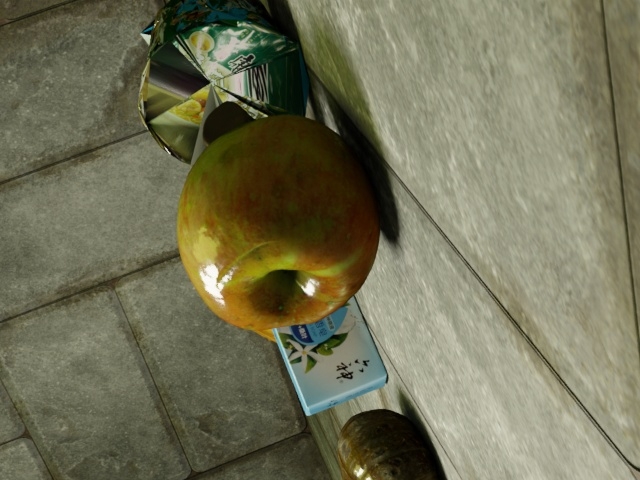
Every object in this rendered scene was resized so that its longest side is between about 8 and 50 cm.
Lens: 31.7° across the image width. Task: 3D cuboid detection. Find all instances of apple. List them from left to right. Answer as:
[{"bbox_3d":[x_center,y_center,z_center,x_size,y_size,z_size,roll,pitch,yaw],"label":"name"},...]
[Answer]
[{"bbox_3d":[-0.049,-0.026,1.351,0.246,0.246,0.226,78,-176,-51],"label":"apple"}]

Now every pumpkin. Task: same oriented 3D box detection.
[{"bbox_3d":[0.094,0.367,1.716,0.219,0.162,0.219,62,169,21],"label":"pumpkin"}]

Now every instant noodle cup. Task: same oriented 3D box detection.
[{"bbox_3d":[-0.141,-0.240,1.564,0.178,0.240,0.240,-104,-1,-52],"label":"instant noodle cup"}]

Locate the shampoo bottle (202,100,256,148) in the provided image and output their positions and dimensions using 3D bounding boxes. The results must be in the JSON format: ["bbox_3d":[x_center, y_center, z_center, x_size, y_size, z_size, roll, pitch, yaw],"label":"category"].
[{"bbox_3d":[-0.063,-0.056,1.564,0.084,0.125,0.350,37,169,37],"label":"shampoo bottle"}]

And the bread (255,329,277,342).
[{"bbox_3d":[-0.123,0.139,2.417,0.246,0.111,0.239,28,168,3],"label":"bread"}]

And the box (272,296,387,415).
[{"bbox_3d":[0.001,0.154,1.866,0.083,0.142,0.232,90,158,-70],"label":"box"}]
